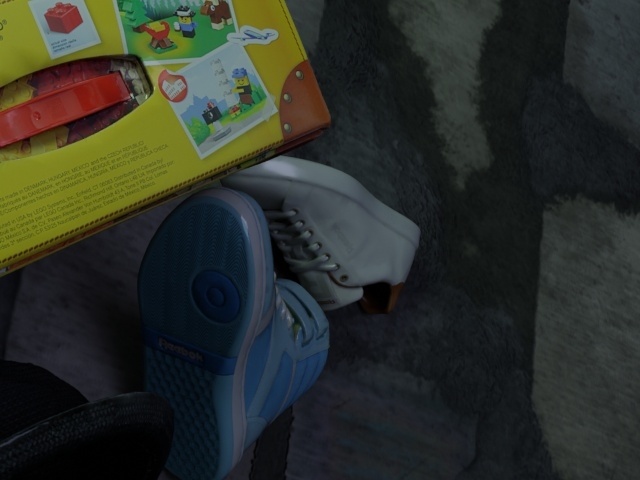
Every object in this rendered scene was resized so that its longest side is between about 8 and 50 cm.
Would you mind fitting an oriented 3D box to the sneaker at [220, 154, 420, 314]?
[{"bbox_3d":[0.000,0.000,1.824,0.290,0.106,0.123,28,70,-44],"label":"sneaker"}]

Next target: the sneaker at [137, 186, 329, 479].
[{"bbox_3d":[-0.069,0.056,1.689,0.208,0.127,0.319,-39,148,-47],"label":"sneaker"}]

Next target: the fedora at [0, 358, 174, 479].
[{"bbox_3d":[-0.287,0.190,1.475,0.334,0.334,0.152,-21,61,-42],"label":"fedora"}]

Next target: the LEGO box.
[{"bbox_3d":[-0.304,-0.055,1.416,0.500,0.372,0.193,-26,95,-42],"label":"LEGO box"}]
